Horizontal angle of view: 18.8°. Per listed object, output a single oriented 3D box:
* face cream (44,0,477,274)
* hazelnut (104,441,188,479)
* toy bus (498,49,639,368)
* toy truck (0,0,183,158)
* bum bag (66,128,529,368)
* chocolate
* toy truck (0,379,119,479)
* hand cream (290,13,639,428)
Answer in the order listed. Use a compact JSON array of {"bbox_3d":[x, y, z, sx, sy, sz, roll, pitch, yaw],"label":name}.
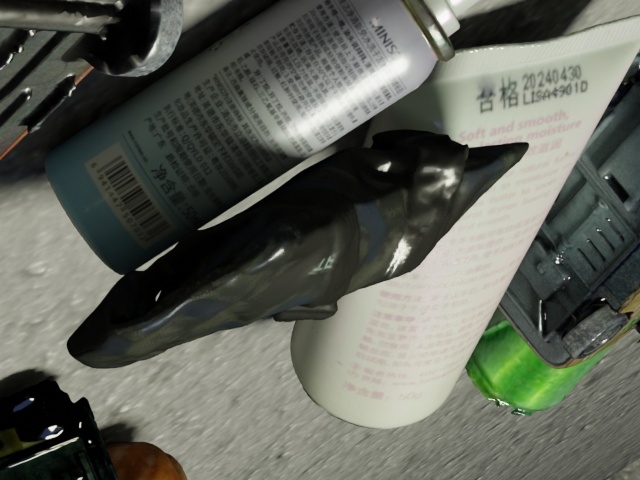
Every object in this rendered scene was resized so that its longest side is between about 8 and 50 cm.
[{"bbox_3d":[-0.022,-0.073,0.952,0.229,0.075,0.075,-32,162,5],"label":"face cream"},{"bbox_3d":[-0.158,0.213,1.413,0.143,0.143,0.154,-22,167,-25],"label":"hazelnut"},{"bbox_3d":[0.232,-0.044,1.333,0.157,0.139,0.289,-21,156,-42],"label":"toy bus"},{"bbox_3d":[-0.166,-0.061,0.700,0.253,0.114,0.107,-41,158,31],"label":"toy truck"},{"bbox_3d":[0.000,0.000,0.994,0.137,0.074,0.310,-32,177,38],"label":"bum bag"},{"bbox_3d":[0.232,0.023,1.569,0.110,0.110,0.291,-13,152,-43],"label":"chocolate"},{"bbox_3d":[-0.252,0.191,1.213,0.257,0.127,0.127,-22,174,-24],"label":"toy truck"},{"bbox_3d":[0.073,-0.012,1.236,0.185,0.118,0.358,-11,148,-25],"label":"hand cream"}]
